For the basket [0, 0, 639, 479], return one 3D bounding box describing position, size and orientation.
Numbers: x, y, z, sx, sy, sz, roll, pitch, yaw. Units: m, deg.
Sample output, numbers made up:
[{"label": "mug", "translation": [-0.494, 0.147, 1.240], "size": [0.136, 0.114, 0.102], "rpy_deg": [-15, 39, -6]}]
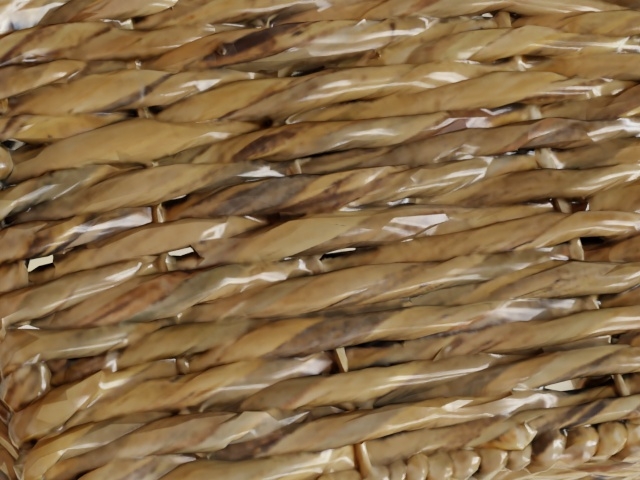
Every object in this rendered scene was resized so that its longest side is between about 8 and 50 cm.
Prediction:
[{"label": "basket", "translation": [0.000, 0.000, 0.643], "size": [0.299, 0.223, 0.213], "rpy_deg": [-8, -103, -21]}]
